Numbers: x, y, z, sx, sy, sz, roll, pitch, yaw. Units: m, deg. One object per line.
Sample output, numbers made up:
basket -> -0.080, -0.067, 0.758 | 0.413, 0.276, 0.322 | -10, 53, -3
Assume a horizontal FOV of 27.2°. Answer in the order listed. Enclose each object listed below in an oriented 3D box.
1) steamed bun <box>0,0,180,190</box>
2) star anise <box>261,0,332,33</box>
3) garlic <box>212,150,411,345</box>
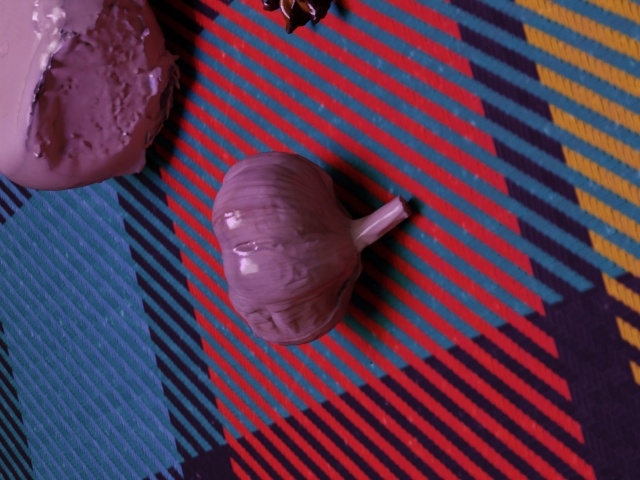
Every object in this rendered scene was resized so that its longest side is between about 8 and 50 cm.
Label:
steamed bun -> -0.337, -0.245, 1.794 | 0.312, 0.233, 0.334 | 52, 125, 39
star anise -> -0.031, -0.349, 1.475 | 0.177, 0.073, 0.234 | 33, 138, 57
garlic -> 0.000, 0.000, 1.438 | 0.212, 0.218, 0.218 | -11, 85, 16
